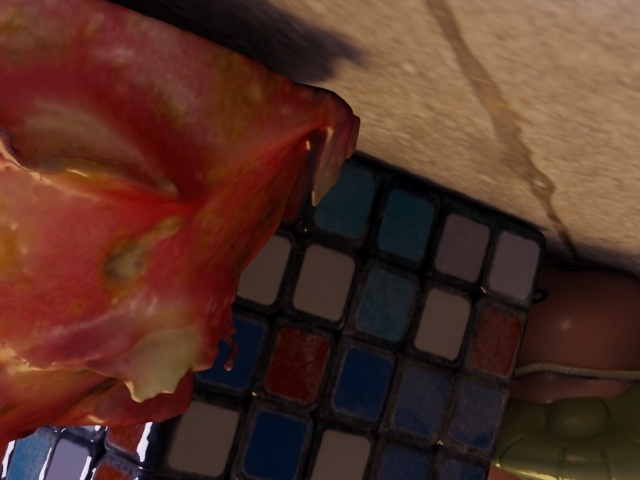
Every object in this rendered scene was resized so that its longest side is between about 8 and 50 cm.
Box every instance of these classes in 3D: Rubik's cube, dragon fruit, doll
[{"bbox_3d":[-0.058,0.082,1.083,0.287,0.293,0.292,20,175,-37],"label":"Rubik's cube"},{"bbox_3d":[-0.189,-0.023,0.735,0.386,0.249,0.371,16,180,17],"label":"dragon fruit"},{"bbox_3d":[0.190,0.123,1.187,0.268,0.216,0.284,7,-155,36],"label":"doll"}]
